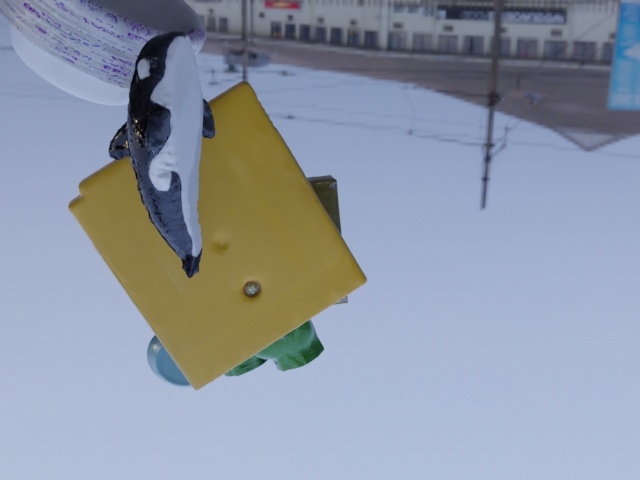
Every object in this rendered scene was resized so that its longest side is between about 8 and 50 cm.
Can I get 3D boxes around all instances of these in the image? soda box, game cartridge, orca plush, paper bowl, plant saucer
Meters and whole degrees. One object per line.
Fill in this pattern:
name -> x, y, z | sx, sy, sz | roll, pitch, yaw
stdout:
soda box -> 0.000, 0.000, 1.301 | 0.058, 0.181, 0.061 | -7, -169, -6
game cartridge -> -0.135, -0.003, 1.210 | 0.285, 0.324, 0.053 | -32, -164, -3
orca plush -> -0.196, -0.102, 1.083 | 0.102, 0.287, 0.151 | 5, -145, 18
paper bowl -> -0.315, -0.298, 1.264 | 0.284, 0.148, 0.284 | 28, -155, -14
plant saucer -> -0.213, 0.186, 1.415 | 0.119, 0.119, 0.021 | 0, -154, -2

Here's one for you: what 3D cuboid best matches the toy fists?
toy fists -> -0.124, 0.161, 1.599 | 0.279, 0.142, 0.096 | -15, -162, 47
